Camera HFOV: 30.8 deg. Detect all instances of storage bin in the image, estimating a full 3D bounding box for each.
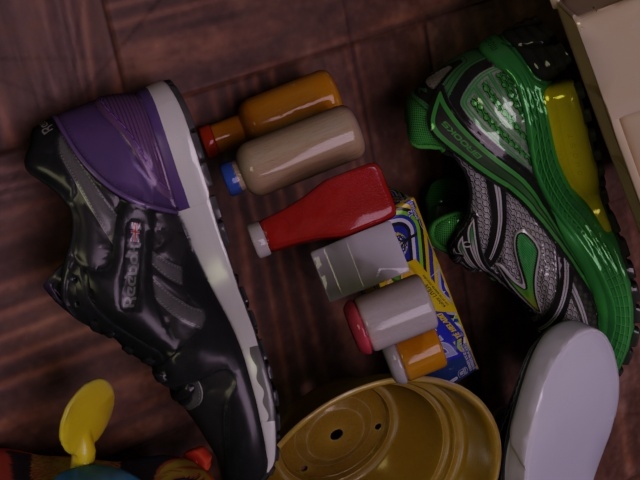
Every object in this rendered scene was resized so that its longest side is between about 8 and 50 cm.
[{"bbox_3d":[0.266,-0.128,0.872,0.123,0.260,0.262,-18,119,18],"label":"storage bin"}]

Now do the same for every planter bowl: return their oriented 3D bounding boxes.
[{"bbox_3d":[0.027,0.175,0.919,0.217,0.090,0.217,-11,121,-19],"label":"planter bowl"}]

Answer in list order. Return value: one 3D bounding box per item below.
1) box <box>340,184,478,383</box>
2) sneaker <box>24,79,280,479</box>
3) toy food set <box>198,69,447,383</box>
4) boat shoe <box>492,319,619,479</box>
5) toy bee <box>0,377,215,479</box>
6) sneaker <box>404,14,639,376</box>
[{"bbox_3d":[0.067,0.041,0.931,0.054,0.059,0.169,-30,116,-13],"label":"box"},{"bbox_3d":[-0.119,0.043,0.795,0.124,0.107,0.283,-18,91,-14],"label":"sneaker"},{"bbox_3d":[0.000,0.000,0.808,0.104,0.111,0.232,-21,89,-2],"label":"toy food set"},{"bbox_3d":[0.174,0.186,0.987,0.108,0.102,0.301,-23,128,-30],"label":"boat shoe"},{"bbox_3d":[-0.140,0.204,0.815,0.298,0.162,0.195,31,110,-5],"label":"toy bee"},{"bbox_3d":[0.162,-0.010,0.950,0.146,0.134,0.344,-22,120,6],"label":"sneaker"}]
